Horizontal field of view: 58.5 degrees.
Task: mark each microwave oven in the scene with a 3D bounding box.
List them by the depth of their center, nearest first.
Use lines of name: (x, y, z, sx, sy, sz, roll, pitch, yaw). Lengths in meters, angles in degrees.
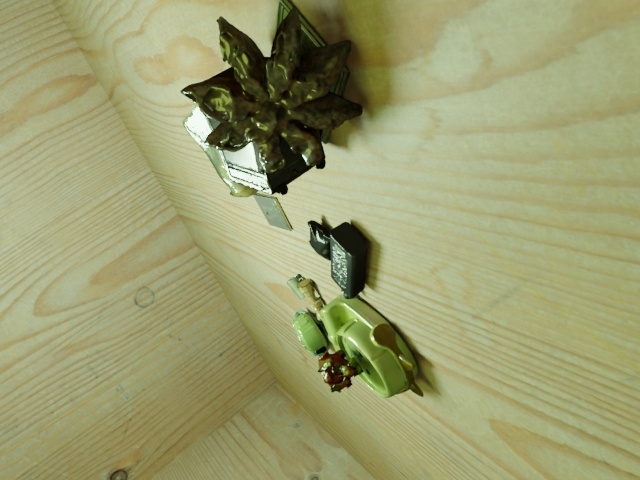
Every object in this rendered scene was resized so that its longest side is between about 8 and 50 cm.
microwave oven: (-0.116, -0.250, 1.215, 0.178, 0.188, 0.247, 26, 142, 46)

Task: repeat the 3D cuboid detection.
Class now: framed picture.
framed picture: (-0.033, -0.337, 1.173, 0.217, 0.017, 0.274, 51, 161, 12)

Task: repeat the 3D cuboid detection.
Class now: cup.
cup: (-0.071, 0.164, 2.081, 0.083, 0.075, 0.054, 53, -162, -3)

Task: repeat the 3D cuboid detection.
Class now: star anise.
star anise: (-0.078, -0.245, 1.015, 0.117, 0.332, 0.331, -96, -7, -46)

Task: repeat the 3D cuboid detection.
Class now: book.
book: (-0.159, -0.094, 1.893, 0.182, 0.014, 0.127, 17, 138, 61)

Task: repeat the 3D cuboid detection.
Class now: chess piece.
chess piece: (-0.017, 0.217, 2.018, 0.172, 0.060, 0.060, 59, 161, -19)

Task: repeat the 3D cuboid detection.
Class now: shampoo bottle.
shampoo bottle: (0.073, 0.076, 1.525, 0.098, 0.071, 0.309, 45, 159, 24)

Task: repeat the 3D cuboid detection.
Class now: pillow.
pillow: (0.001, 0.000, 1.612, 0.090, 0.048, 0.150, 57, 167, 22)

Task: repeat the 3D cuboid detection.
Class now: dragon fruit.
dragon fruit: (0.060, 0.383, 1.663, 0.138, 0.142, 0.175, 36, 138, -27)

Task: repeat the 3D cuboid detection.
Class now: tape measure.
tape measure: (-0.034, 0.362, 2.224, 0.200, 0.106, 0.175, 60, 175, -7)

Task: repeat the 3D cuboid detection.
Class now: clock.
clock: (0.157, 0.331, 1.682, 0.348, 0.117, 0.286, 33, 152, 48)

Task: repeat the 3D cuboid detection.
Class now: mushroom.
mushroom: (-0.300, -0.275, 1.769, 0.328, 0.122, 0.159, 60, 170, -15)
